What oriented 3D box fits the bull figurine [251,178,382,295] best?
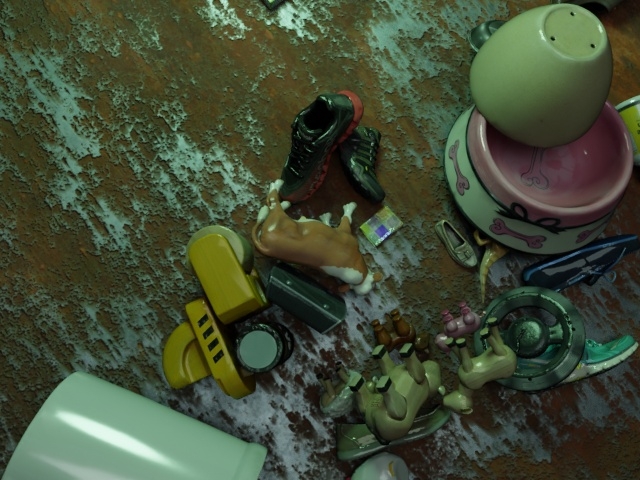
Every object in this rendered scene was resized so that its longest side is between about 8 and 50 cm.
[{"bbox_3d":[0.000,0.000,1.542,0.310,0.101,0.188,19,49,-29],"label":"bull figurine"}]

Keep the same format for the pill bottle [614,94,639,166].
[{"bbox_3d":[0.742,-0.233,1.691,0.103,0.103,0.184,-17,82,-9],"label":"pill bottle"}]

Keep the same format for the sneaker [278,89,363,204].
[{"bbox_3d":[-0.023,-0.194,1.547,0.097,0.135,0.276,41,111,22],"label":"sneaker"}]

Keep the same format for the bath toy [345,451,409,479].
[{"bbox_3d":[0.128,0.600,1.470,0.129,0.151,0.348,-16,79,27],"label":"bath toy"}]

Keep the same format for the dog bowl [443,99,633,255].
[{"bbox_3d":[0.478,-0.181,1.594,0.407,0.150,0.408,3,68,-6],"label":"dog bowl"}]

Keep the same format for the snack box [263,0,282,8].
[{"bbox_3d":[-0.120,-0.616,1.706,0.100,0.037,0.141,-39,86,-10],"label":"snack box"}]

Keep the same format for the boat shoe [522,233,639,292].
[{"bbox_3d":[0.576,0.060,1.635,0.258,0.109,0.089,-21,91,8],"label":"boat shoe"}]

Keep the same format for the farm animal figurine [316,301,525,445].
[{"bbox_3d":[0.198,0.274,1.453,0.326,0.330,0.172,-37,110,-27],"label":"farm animal figurine"}]

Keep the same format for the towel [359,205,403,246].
[{"bbox_3d":[0.134,-0.032,1.639,0.083,0.009,0.060,-38,86,-11],"label":"towel"}]

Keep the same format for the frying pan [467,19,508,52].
[{"bbox_3d":[0.489,-0.416,1.677,0.326,0.053,0.197,22,42,3],"label":"frying pan"}]

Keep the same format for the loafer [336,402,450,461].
[{"bbox_3d":[0.144,0.375,1.522,0.251,0.094,0.087,-17,79,-8],"label":"loafer"}]

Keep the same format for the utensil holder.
[{"bbox_3d":[-0.333,0.449,1.347,0.385,0.327,0.328,25,78,2],"label":"utensil holder"}]

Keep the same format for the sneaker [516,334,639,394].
[{"bbox_3d":[0.547,0.243,1.588,0.275,0.107,0.110,-14,73,-8],"label":"sneaker"}]

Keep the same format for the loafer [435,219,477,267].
[{"bbox_3d":[0.299,0.008,1.633,0.045,0.039,0.125,-38,85,-13],"label":"loafer"}]

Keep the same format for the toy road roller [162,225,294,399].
[{"bbox_3d":[-0.212,0.156,1.479,0.240,0.202,0.330,-25,84,2],"label":"toy road roller"}]

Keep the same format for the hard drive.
[{"bbox_3d":[-0.030,0.113,1.479,0.172,0.255,0.054,33,95,0],"label":"hard drive"}]

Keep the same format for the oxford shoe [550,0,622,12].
[{"bbox_3d":[0.695,-0.615,1.768,0.363,0.130,0.133,-11,114,-14],"label":"oxford shoe"}]

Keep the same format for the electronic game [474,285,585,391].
[{"bbox_3d":[0.435,0.203,1.558,0.229,0.048,0.229,-13,59,22],"label":"electronic game"}]

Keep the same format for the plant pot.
[{"bbox_3d":[0.461,-0.356,1.478,0.284,0.191,0.284,3,67,-6],"label":"plant pot"}]

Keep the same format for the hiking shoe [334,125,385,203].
[{"bbox_3d":[0.095,-0.192,1.626,0.114,0.086,0.227,-30,83,-7],"label":"hiking shoe"}]

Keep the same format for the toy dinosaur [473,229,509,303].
[{"bbox_3d":[0.377,0.018,1.617,0.112,0.064,0.211,40,71,9],"label":"toy dinosaur"}]
